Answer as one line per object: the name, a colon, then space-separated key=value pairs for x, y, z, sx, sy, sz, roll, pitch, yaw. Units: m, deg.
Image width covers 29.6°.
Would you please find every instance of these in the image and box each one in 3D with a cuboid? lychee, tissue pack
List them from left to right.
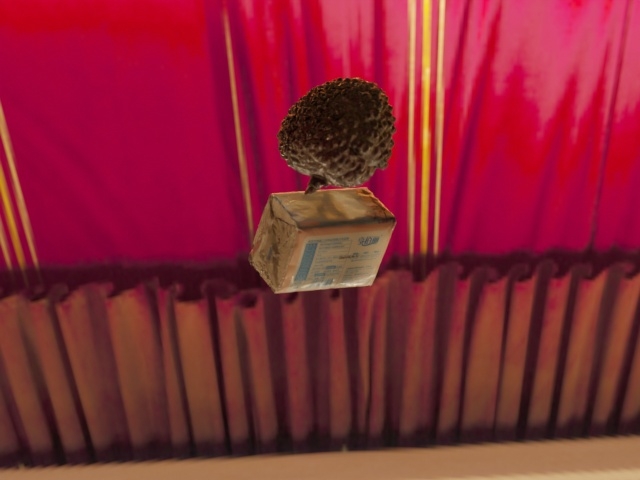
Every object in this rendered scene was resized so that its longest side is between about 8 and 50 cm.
tissue pack: x=0.000 y=0.000 z=0.940 sx=0.094 sy=0.074 sz=0.059 roll=-3 pitch=-141 yaw=-34
lychee: x=0.010 y=-0.066 z=0.768 sx=0.068 sy=0.067 sz=0.083 roll=39 pitch=-83 yaw=34
